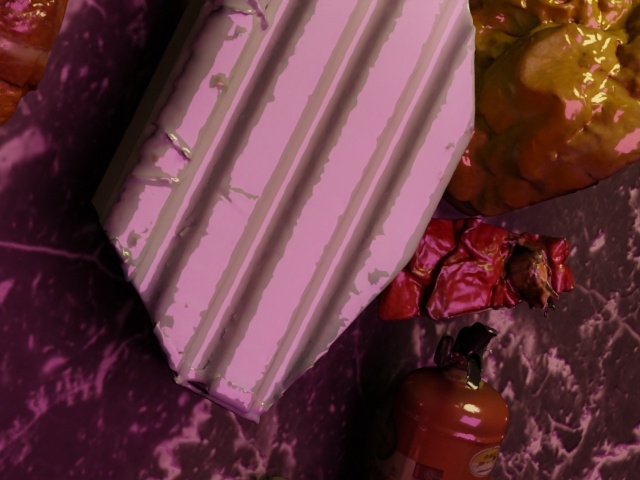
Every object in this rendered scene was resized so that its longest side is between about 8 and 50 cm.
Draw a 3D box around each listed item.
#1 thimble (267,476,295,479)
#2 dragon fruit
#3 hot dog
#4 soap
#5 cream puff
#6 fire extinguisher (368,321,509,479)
[{"bbox_3d":[-0.013,0.270,1.749,0.110,0.084,0.062,22,88,-51],"label":"thimble"},{"bbox_3d":[0.148,0.042,1.723,0.192,0.122,0.092,2,66,-5],"label":"dragon fruit"},{"bbox_3d":[-0.265,-0.177,1.448,0.123,0.093,0.261,15,91,-38],"label":"hot dog"},{"bbox_3d":[-0.031,-0.076,1.570,0.261,0.156,0.446,27,83,-17],"label":"soap"},{"bbox_3d":[0.218,-0.187,1.713,0.324,0.291,0.257,-28,94,-8],"label":"cream puff"},{"bbox_3d":[0.097,0.229,1.792,0.113,0.200,0.376,12,106,-19],"label":"fire extinguisher"}]
